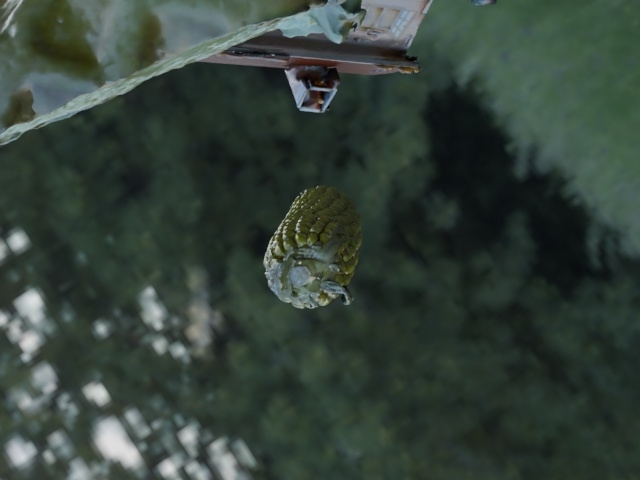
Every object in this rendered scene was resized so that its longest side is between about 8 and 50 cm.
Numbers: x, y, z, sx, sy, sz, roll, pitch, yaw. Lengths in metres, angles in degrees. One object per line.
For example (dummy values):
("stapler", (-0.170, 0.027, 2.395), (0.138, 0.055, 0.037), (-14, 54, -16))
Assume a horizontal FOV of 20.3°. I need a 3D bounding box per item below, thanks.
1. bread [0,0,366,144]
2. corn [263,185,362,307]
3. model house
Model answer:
("bread", (-0.095, -0.093, 0.798), (0.128, 0.232, 0.088), (-11, -102, -89))
("corn", (0.000, 0.000, 1.965), (0.106, 0.106, 0.293), (58, -167, -10))
("model house", (-0.030, -0.211, 1.362), (0.154, 0.294, 0.207), (-63, 37, 39))
